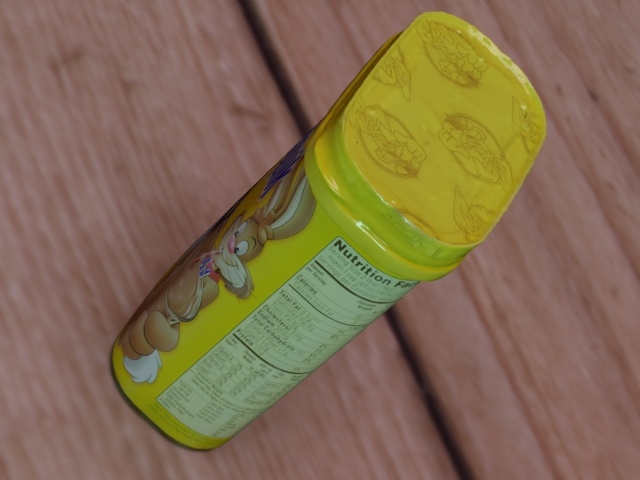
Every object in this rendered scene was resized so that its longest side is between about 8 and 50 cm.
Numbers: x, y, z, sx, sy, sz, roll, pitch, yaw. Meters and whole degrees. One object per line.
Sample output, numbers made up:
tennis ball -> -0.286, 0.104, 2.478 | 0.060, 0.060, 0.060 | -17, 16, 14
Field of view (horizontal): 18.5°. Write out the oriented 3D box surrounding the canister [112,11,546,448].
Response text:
canister -> 0.000, 0.000, 0.788 | 0.073, 0.170, 0.126 | 43, 39, -6
